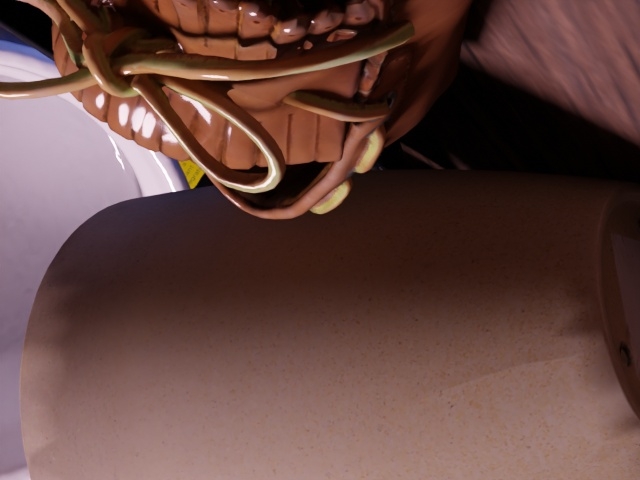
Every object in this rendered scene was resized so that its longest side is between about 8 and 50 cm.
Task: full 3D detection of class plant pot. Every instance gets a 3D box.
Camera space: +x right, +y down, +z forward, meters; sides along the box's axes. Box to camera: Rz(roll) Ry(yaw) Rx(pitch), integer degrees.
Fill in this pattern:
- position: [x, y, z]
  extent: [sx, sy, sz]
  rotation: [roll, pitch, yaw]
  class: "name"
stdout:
- position: [0.042, 0.067, 0.761]
  extent: [0.274, 0.256, 0.256]
  rotation: [-17, 140, 34]
  class: "plant pot"

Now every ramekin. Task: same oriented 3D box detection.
- position: [-0.215, -0.002, 0.942]
  extent: [0.277, 0.277, 0.135]
  rotation: [37, -170, -23]
  class: "ramekin"

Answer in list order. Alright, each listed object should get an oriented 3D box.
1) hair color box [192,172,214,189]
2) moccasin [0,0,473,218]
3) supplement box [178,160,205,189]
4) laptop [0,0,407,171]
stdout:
- position: [0.024, 0.120, 1.006]
  extent: [0.374, 0.185, 0.113]
  rotation: [32, 170, 32]
  class: "hair color box"
- position: [-0.032, -0.079, 0.518]
  extent: [0.139, 0.147, 0.380]
  rotation: [35, 176, 4]
  class: "moccasin"
- position: [-0.079, 0.015, 1.581]
  extent: [0.356, 0.195, 0.194]
  rotation: [33, 175, 31]
  class: "supplement box"
- position: [-0.085, -0.082, 0.916]
  extent: [0.234, 0.136, 0.264]
  rotation: [34, 161, 28]
  class: "laptop"
